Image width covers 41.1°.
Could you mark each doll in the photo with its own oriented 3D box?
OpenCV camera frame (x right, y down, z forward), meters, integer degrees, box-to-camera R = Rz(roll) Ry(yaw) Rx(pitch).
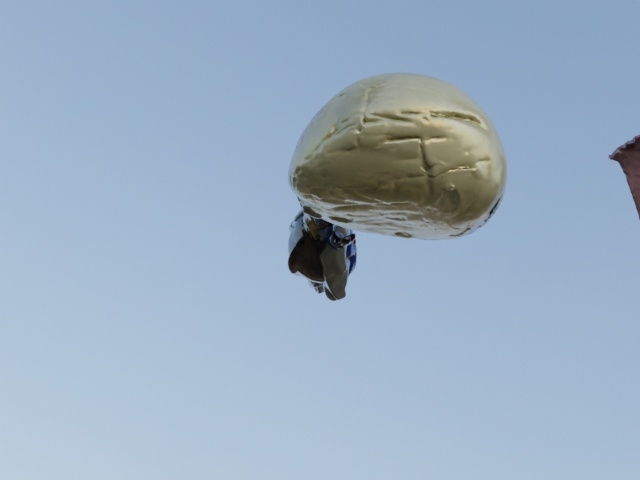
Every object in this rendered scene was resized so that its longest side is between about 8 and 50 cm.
[{"bbox_3d":[0.000,0.000,0.811,0.070,0.096,0.195,-26,-27,-18],"label":"doll"}]

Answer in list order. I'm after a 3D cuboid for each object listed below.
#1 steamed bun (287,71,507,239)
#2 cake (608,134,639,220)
[{"bbox_3d":[0.048,-0.054,0.515,0.130,0.091,0.112,6,-12,12],"label":"steamed bun"},{"bbox_3d":[0.364,-0.060,0.709,0.295,0.116,0.113,-9,-20,-44],"label":"cake"}]
